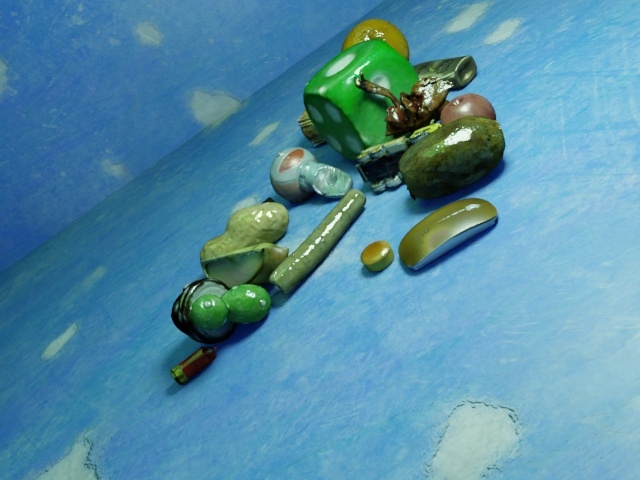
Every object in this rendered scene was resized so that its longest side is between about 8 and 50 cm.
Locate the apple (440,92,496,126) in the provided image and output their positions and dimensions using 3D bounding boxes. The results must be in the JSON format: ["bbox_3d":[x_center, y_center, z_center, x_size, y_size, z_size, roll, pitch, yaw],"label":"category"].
[{"bbox_3d":[0.407,-0.343,1.546,0.154,0.120,0.153,-28,28,17],"label":"apple"}]

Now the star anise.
[{"bbox_3d":[0.242,-0.400,1.589,0.237,0.347,0.148,-49,38,48],"label":"star anise"}]

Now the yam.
[{"bbox_3d":[0.000,0.000,1.521,0.371,0.083,0.083,-47,31,-22],"label":"yam"}]

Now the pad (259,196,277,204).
[{"bbox_3d":[-0.206,-0.074,1.922,0.158,0.003,0.235,-38,29,-4],"label":"pad"}]

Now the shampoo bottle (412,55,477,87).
[{"bbox_3d":[0.392,-0.589,1.961,0.125,0.084,0.350,-46,30,-14],"label":"shampoo bottle"}]

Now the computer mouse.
[{"bbox_3d":[0.289,-0.024,1.277,0.245,0.056,0.126,-31,30,7],"label":"computer mouse"}]

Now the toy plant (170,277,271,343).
[{"bbox_3d":[-0.267,0.181,1.442,0.235,0.175,0.218,-11,-2,40],"label":"toy plant"}]

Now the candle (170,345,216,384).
[{"bbox_3d":[-0.323,0.316,1.430,0.131,0.052,0.052,-38,29,-6],"label":"candle"}]

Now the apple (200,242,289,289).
[{"bbox_3d":[-0.193,0.077,1.570,0.265,0.119,0.193,-11,-4,34],"label":"apple"}]

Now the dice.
[{"bbox_3d":[0.142,-0.447,1.785,0.287,0.300,0.297,-44,28,-14],"label":"dice"}]

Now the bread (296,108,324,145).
[{"bbox_3d":[0.010,-0.487,2.161,0.107,0.136,0.241,-12,36,40],"label":"bread"}]

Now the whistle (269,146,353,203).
[{"bbox_3d":[-0.041,-0.214,1.802,0.348,0.189,0.189,16,57,42],"label":"whistle"}]

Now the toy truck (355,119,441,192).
[{"bbox_3d":[0.240,-0.246,1.587,0.272,0.124,0.157,-15,24,38],"label":"toy truck"}]

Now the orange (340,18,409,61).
[{"bbox_3d":[0.213,-0.727,2.157,0.274,0.274,0.274,-26,30,17],"label":"orange"}]

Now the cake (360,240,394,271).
[{"bbox_3d":[0.139,0.037,1.355,0.084,0.044,0.084,-27,31,18],"label":"cake"}]

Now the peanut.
[{"bbox_3d":[-0.243,-0.017,1.732,0.319,0.147,0.147,-34,29,5],"label":"peanut"}]

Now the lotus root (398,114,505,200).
[{"bbox_3d":[0.332,-0.208,1.393,0.275,0.160,0.152,-29,20,13],"label":"lotus root"}]
